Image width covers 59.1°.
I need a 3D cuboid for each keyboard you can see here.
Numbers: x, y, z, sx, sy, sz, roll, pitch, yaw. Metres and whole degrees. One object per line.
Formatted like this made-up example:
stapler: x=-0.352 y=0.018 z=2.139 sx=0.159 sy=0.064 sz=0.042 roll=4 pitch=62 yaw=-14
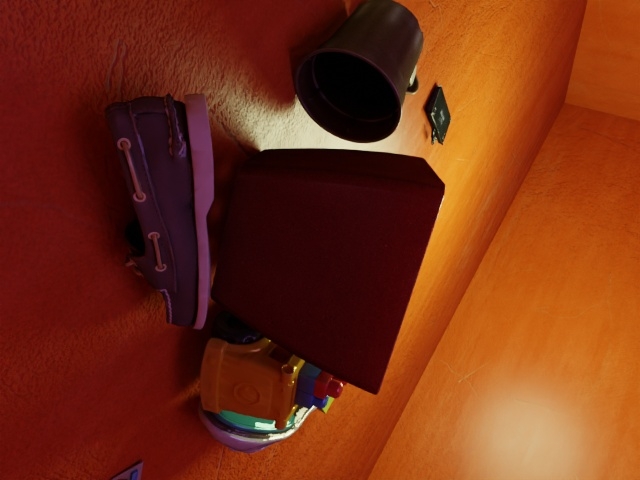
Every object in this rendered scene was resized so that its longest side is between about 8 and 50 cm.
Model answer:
keyboard: x=0.288 y=-0.295 z=1.398 sx=0.180 sy=0.023 sz=0.108 roll=36 pitch=72 yaw=-64

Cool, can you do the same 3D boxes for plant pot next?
plant pot: x=0.069 y=-0.263 z=0.849 sx=0.167 sy=0.166 sz=0.165 roll=76 pitch=35 yaw=-52
plant pot: x=0.000 y=0.000 z=0.763 sx=0.267 sy=0.235 sz=0.268 roll=-75 pitch=-179 yaw=-74

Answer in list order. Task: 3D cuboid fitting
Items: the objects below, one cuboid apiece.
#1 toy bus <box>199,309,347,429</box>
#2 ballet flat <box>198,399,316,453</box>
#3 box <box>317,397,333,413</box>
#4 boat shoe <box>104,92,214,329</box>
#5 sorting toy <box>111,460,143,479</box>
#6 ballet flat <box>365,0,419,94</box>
toy bus: x=-0.052 y=0.178 z=0.877 sx=0.220 sy=0.211 sz=0.150 roll=-51 pitch=152 yaw=-59
ballet flat: x=-0.098 y=0.318 z=1.039 sx=0.400 sy=0.139 sz=0.139 roll=-1 pitch=111 yaw=-64
box: x=0.007 y=0.328 z=1.329 sx=0.109 sy=0.042 sz=0.178 roll=-57 pitch=153 yaw=-23
boat shoe: x=-0.173 y=-0.014 z=0.632 sx=0.096 sy=0.117 sz=0.325 roll=-4 pitch=137 yaw=-16
sorting toy: x=-0.285 y=0.370 z=0.825 sx=0.062 sy=0.012 sz=0.083 roll=-18 pitch=126 yaw=-59
ballet flat: x=0.129 y=-0.332 z=0.991 sx=0.080 sy=0.073 sz=0.232 roll=-65 pitch=155 yaw=-7
